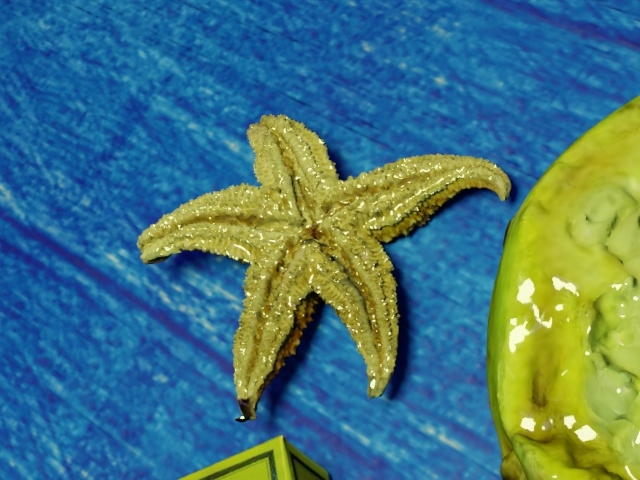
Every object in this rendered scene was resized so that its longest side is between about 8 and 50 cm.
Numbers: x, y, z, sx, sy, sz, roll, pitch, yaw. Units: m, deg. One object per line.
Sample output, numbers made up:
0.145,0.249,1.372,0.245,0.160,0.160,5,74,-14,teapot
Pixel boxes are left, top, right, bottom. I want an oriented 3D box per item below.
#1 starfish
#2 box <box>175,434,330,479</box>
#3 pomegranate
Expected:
0.001,0.001,1.041,0.240,0.043,0.227,-17,55,19,starfish
-0.092,0.213,0.950,0.220,0.064,0.141,-24,52,16,box
0.244,0.072,0.741,0.358,0.216,0.310,-15,46,-13,pomegranate
